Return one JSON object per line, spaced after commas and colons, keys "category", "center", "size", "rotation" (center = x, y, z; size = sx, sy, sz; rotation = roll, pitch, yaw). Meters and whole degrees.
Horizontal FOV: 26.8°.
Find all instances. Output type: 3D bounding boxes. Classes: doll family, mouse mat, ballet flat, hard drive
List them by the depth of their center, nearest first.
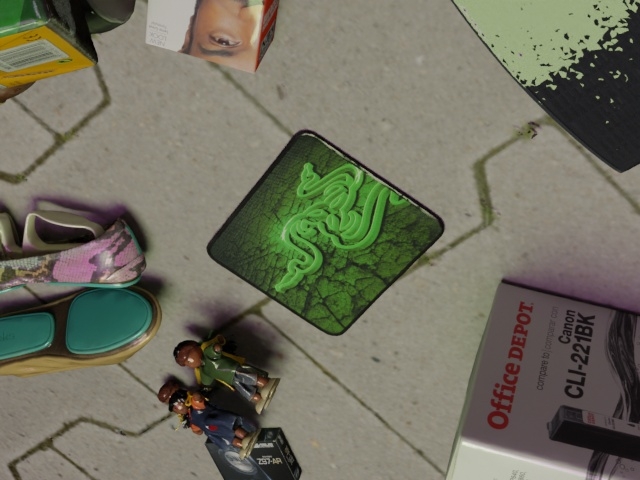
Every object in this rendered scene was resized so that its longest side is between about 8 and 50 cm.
{"category": "hard drive", "center": [0.192, -0.165, 0.936], "size": [0.172, 0.054, 0.254], "rotation": [-31, 114, 36]}
{"category": "mouse mat", "center": [0.000, 0.000, 1.179], "size": [0.152, 0.007, 0.190], "rotation": [33, 131, -9]}
{"category": "ballet flat", "center": [-0.268, 0.010, 1.248], "size": [0.221, 0.077, 0.079], "rotation": [-6, 108, 18]}
{"category": "doll family", "center": [-0.105, 0.147, 1.291], "size": [0.111, 0.076, 0.193], "rotation": [25, 132, 5]}
{"category": "ballet flat", "center": [-0.235, 0.092, 1.311], "size": [0.232, 0.080, 0.073], "rotation": [-8, 153, 29]}

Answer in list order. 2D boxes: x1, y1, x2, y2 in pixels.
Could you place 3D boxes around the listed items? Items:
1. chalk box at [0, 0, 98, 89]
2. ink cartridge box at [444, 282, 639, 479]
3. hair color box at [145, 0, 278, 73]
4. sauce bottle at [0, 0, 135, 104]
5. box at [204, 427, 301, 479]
{"category": "chalk box", "center": [-0.283, -0.242, 0.889], "size": [0.179, 0.180, 0.289], "rotation": [-17, 88, 0]}
{"category": "ink cartridge box", "center": [0.249, 0.163, 1.097], "size": [0.273, 0.197, 0.114], "rotation": [13, 130, 8]}
{"category": "hair color box", "center": [-0.074, -0.214, 0.992], "size": [0.093, 0.053, 0.167], "rotation": [16, 133, 5]}
{"category": "sauce bottle", "center": [-0.301, -0.152, 1.087], "size": [0.344, 0.111, 0.111], "rotation": [-19, 121, 32]}
{"category": "box", "center": [-0.069, 0.224, 1.385], "size": [0.083, 0.018, 0.067], "rotation": [-6, 127, 24]}
